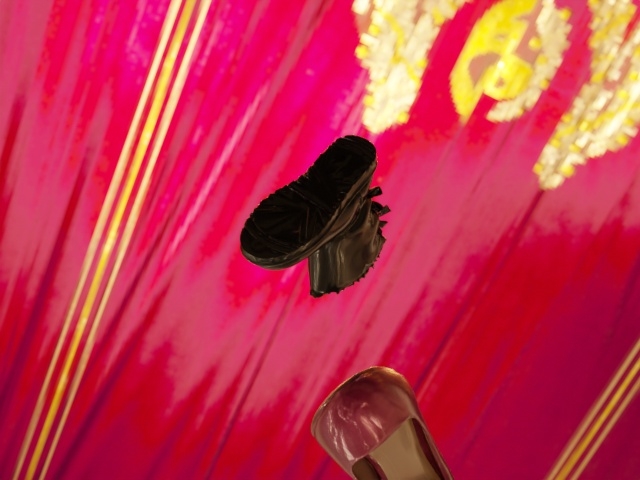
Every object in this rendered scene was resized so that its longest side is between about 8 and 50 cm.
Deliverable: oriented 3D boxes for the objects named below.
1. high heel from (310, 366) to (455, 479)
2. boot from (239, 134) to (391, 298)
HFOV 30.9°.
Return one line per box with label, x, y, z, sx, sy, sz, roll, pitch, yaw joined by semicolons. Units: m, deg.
high heel;0.063;0.178;0.861;0.082;0.244;0.117;-33;-119;-10
boot;-0.001;0.000;0.733;0.045;0.099;0.121;29;-123;24
